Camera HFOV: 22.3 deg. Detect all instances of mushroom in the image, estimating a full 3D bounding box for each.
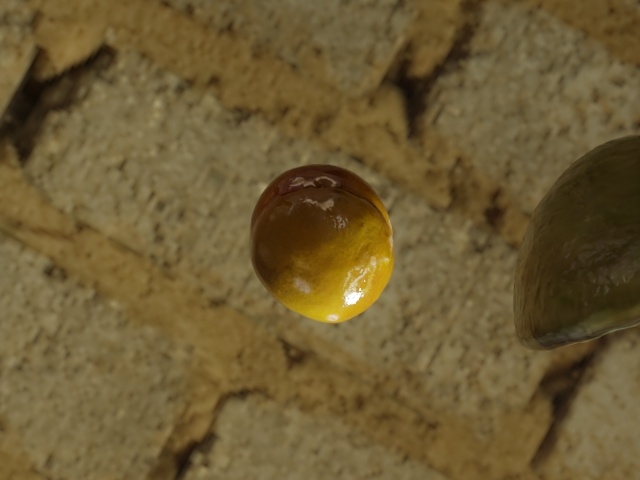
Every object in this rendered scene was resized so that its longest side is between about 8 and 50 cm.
[{"bbox_3d":[0.312,-0.008,1.462,0.292,0.212,0.217,-2,171,13],"label":"mushroom"}]

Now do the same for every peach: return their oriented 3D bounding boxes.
[{"bbox_3d":[0.000,0.000,1.418,0.138,0.138,0.138,29,180,0],"label":"peach"}]
